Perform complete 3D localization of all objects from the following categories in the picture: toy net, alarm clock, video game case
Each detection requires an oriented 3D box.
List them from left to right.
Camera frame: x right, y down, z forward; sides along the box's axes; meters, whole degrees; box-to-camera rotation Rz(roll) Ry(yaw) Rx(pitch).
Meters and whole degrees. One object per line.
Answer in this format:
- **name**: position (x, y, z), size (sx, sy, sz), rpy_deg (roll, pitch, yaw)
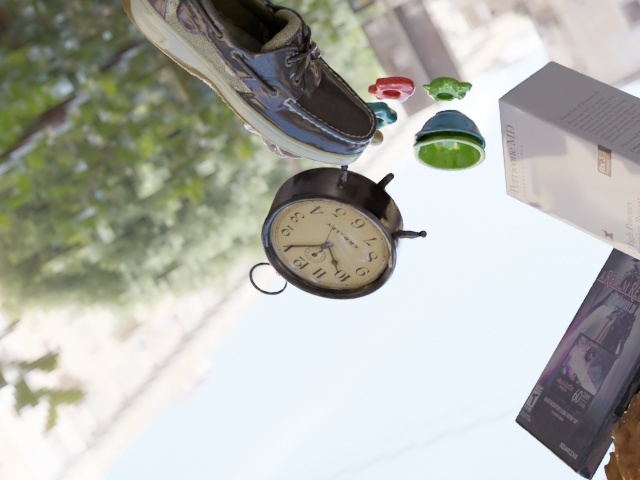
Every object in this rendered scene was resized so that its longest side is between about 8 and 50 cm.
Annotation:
- **alarm clock**: position (0.000, 0.000, 1.631), size (0.192, 0.129, 0.064), rpy_deg (-35, -156, 35)
- **toy net**: position (0.035, -0.104, 1.606), size (0.232, 0.045, 0.122), rpy_deg (-3, 158, 16)
- **video game case**: position (0.313, 0.106, 1.843), size (0.274, 0.026, 0.196), rpy_deg (-62, -164, 3)

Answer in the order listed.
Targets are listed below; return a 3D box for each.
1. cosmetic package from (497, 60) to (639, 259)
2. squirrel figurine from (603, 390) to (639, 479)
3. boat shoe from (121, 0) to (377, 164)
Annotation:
- **cosmetic package**: position (0.271, -0.061, 1.538), size (0.231, 0.117, 0.085), rpy_deg (27, -129, 38)
- **squirrel figurine**: position (0.396, 0.174, 1.118), size (0.370, 0.281, 0.397), rpy_deg (-35, -134, 22)
- **boat shoe**: position (-0.041, -0.138, 1.269), size (0.073, 0.223, 0.080), rpy_deg (-38, -156, 42)
